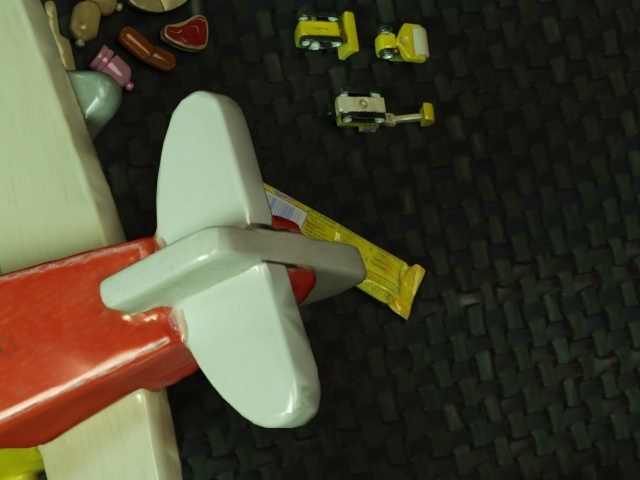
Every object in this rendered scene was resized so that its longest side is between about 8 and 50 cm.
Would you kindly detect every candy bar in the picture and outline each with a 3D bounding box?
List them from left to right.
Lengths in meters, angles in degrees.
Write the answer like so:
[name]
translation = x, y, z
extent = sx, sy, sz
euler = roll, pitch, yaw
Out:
[candy bar]
translation = 0.000, 0.000, 1.312
extent = 0.161, 0.018, 0.040
euler = 29, 69, -10

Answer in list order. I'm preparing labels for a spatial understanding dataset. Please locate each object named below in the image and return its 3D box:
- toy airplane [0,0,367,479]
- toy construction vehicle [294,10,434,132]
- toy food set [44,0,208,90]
[toy airplane]
translation = -0.149, 0.073, 1.116
extent = 0.384, 0.272, 0.386
euler = 26, 84, 20
[toy construction vehicle]
translation = 0.030, -0.119, 1.339
extent = 0.098, 0.035, 0.086
euler = -2, 70, -21
[toy food set]
translation = -0.129, -0.142, 1.297
extent = 0.122, 0.019, 0.078
euler = -11, 84, -27
